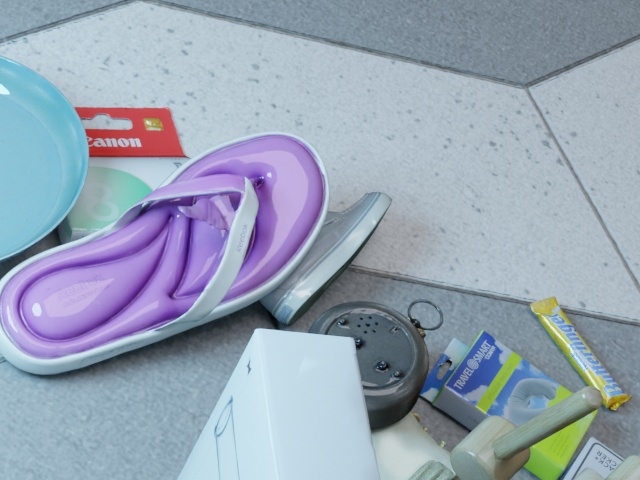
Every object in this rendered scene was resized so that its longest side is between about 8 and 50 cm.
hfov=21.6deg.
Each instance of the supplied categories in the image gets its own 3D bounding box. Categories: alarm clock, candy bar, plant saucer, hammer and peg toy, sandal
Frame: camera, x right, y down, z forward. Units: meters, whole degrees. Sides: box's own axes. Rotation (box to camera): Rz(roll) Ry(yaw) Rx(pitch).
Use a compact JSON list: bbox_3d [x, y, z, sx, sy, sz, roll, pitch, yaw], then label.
[{"bbox_3d":[0.058,0.114,1.720,0.129,0.064,0.192,42,54,18],"label":"alarm clock"},{"bbox_3d":[0.302,0.131,1.948,0.040,0.018,0.161,-16,59,-34],"label":"candy bar"},{"bbox_3d":[-0.403,-0.080,1.761,0.317,0.044,0.318,5,49,-6],"label":"plant saucer"},{"bbox_3d":[0.251,0.296,1.487,0.127,0.266,0.361,-39,74,-23],"label":"hammer and peg toy"},{"bbox_3d":[-0.146,0.011,1.735,0.416,0.102,0.169,-34,83,-26],"label":"sandal"}]

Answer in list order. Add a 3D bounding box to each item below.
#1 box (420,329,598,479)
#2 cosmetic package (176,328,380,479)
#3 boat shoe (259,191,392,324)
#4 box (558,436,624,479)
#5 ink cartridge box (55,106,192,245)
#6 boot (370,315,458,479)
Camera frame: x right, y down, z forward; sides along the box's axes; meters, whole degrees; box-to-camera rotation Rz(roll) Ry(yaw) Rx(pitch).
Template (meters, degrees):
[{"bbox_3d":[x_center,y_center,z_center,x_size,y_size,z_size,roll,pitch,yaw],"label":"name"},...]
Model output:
[{"bbox_3d":[0.206,0.177,1.847,0.178,0.042,0.109,35,45,6],"label":"box"},{"bbox_3d":[-0.055,0.297,1.386,0.097,0.377,0.284,8,47,-19],"label":"cosmetic package"},{"bbox_3d":[-0.001,0.001,1.881,0.081,0.079,0.227,39,49,5],"label":"boat shoe"},{"bbox_3d":[0.267,0.354,1.687,0.169,0.087,0.290,34,45,7],"label":"box"},{"bbox_3d":[-0.218,-0.082,1.875,0.181,0.056,0.225,-1,53,-26],"label":"ink cartridge box"},{"bbox_3d":[0.089,0.189,1.759,0.165,0.077,0.213,37,51,10],"label":"boot"}]
